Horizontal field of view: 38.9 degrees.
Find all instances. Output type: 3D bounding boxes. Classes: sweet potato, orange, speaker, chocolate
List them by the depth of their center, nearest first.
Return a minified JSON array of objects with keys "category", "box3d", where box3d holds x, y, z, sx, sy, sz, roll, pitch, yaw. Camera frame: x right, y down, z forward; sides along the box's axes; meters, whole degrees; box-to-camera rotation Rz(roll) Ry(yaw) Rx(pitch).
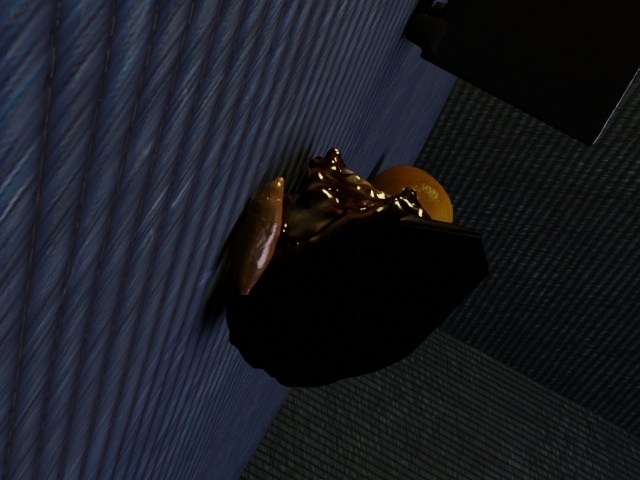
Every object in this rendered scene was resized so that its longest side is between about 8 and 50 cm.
[{"category":"sweet potato","box3d":[-0.049,-0.004,0.682,0.034,0.034,0.095,-21,129,-83]},{"category":"chocolate","box3d":[0.000,0.000,0.809,0.224,0.206,0.177,-53,-135,33]},{"category":"speaker","box3d":[0.263,-0.275,1.059,0.232,0.254,0.184,-64,174,22]},{"category":"orange","box3d":[0.153,-0.039,1.697,0.237,0.179,0.158,-57,176,-30]}]
